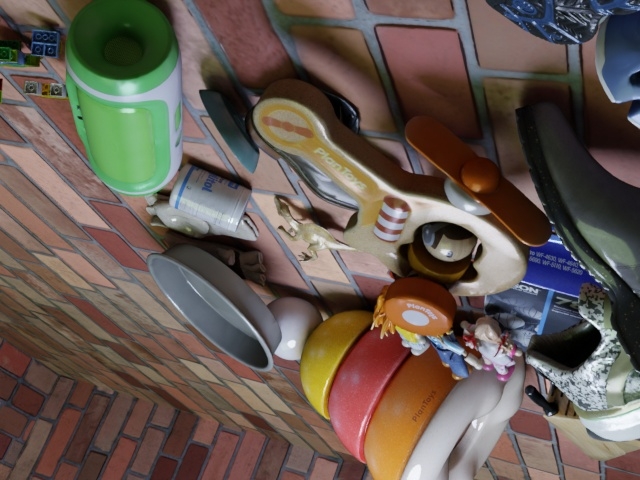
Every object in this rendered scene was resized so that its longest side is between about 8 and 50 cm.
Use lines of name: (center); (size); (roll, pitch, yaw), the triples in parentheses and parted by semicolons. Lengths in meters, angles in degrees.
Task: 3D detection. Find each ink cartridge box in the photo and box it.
ink cartridge box: (0.311, 0.078, 1.158); (0.165, 0.065, 0.332); (15, 155, 16)

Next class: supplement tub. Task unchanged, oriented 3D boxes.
supplement tub: (-0.162, -0.063, 1.245); (0.107, 0.071, 0.071); (22, 157, -3)

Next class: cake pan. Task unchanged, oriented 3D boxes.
cake pan: (-0.181, 0.113, 1.484); (0.293, 0.054, 0.293); (34, 156, 18)

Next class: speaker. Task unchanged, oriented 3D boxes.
speaker: (-0.230, -0.161, 1.020); (0.131, 0.131, 0.296); (22, 157, 0)

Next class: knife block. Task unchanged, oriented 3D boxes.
knife block: (0.440, 0.285, 1.468); (0.242, 0.088, 0.275); (21, 157, 3)

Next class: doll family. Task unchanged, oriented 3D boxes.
doll family: (0.164, 0.133, 1.246); (0.263, 0.118, 0.163); (34, 164, 37)

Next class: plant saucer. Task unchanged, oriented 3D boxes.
plant saucer: (-0.105, -0.137, 1.023); (0.021, 0.119, 0.119); (-31, 140, 6)

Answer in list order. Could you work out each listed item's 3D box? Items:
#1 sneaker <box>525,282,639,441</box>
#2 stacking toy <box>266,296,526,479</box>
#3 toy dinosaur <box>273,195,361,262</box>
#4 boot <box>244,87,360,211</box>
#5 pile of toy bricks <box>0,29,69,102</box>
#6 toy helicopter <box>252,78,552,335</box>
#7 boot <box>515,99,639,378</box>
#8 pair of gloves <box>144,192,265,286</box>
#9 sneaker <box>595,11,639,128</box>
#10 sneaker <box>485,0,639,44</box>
sneaker: (0.385, 0.101, 0.954); (0.182, 0.158, 0.410); (29, 138, -11)
stacking toy: (0.088, 0.231, 1.501); (0.480, 0.350, 0.350); (32, 164, 27)
toy dinosaur: (0.000, 0.000, 1.267); (0.183, 0.053, 0.092); (25, 155, -8)
boot: (0.020, -0.103, 0.987); (0.219, 0.082, 0.106); (30, 158, -14)
pile of toy bricks: (-0.410, -0.234, 1.076); (0.212, 0.118, 0.105); (5, -175, -2)
toy helicopter: (0.085, -0.053, 0.899); (0.355, 0.140, 0.235); (37, 146, -20)
boot: (0.350, -0.027, 0.810); (0.223, 0.118, 0.338); (-30, 93, 20)
pair of gloves: (-0.196, 0.000, 1.451); (0.204, 0.042, 0.240); (16, 156, 14)
sneaker: (0.377, -0.097, 0.617); (0.315, 0.127, 0.182); (29, 162, -14)
sneaker: (0.197, -0.204, 0.624); (0.080, 0.081, 0.211); (28, 174, -18)
